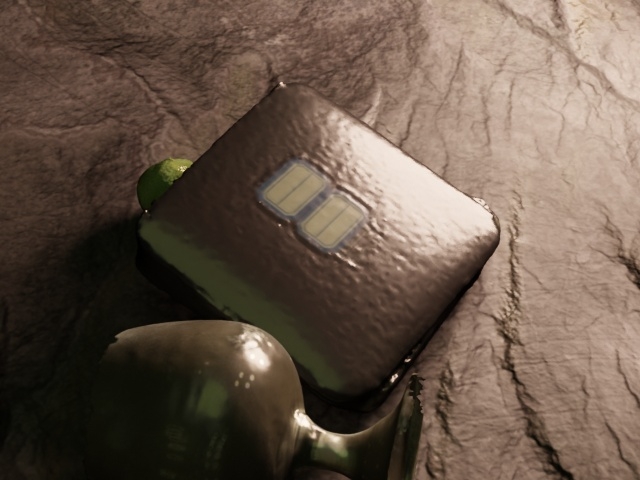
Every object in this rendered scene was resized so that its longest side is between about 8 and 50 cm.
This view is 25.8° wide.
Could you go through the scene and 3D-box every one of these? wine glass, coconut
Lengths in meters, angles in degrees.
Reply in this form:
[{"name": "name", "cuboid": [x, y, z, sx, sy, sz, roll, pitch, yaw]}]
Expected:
[{"name": "wine glass", "cuboid": [-0.066, 0.203, 1.407, 0.323, 0.238, 0.238, 10, 49, 11]}, {"name": "coconut", "cuboid": [-0.185, -0.058, 1.723, 0.088, 0.096, 0.088, 32, 28, -20]}]

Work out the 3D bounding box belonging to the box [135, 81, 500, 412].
[{"name": "box", "cuboid": [0.000, 0.000, 1.640, 0.350, 0.091, 0.359, 35, 55, 10]}]
